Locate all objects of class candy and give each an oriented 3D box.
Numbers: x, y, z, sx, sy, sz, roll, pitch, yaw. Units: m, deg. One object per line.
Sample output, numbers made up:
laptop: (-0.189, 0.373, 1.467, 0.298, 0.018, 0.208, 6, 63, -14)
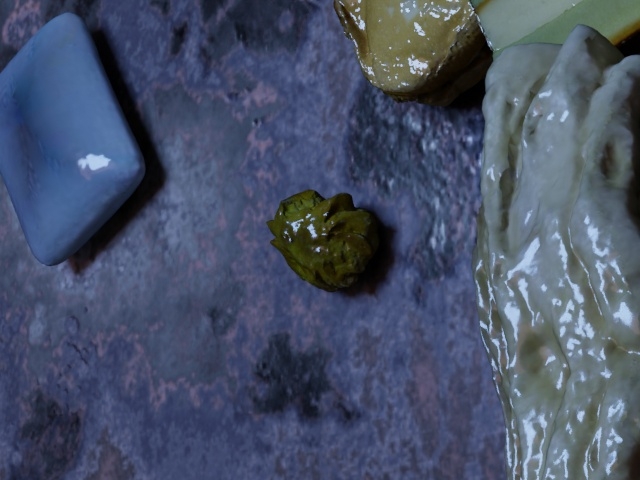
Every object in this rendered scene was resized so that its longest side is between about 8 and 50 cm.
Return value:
candy: (-0.214, -0.083, 1.593, 0.138, 0.071, 0.174, -44, 57, 28)

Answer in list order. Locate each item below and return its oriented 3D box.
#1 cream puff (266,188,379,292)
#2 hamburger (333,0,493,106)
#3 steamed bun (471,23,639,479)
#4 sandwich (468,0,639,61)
cream puff: (0.000, 0.000, 1.392, 0.083, 0.058, 0.083, -53, 54, 25)
hamburger: (0.078, -0.171, 1.334, 0.147, 0.083, 0.138, -46, 59, 30)
steamed bun: (0.230, 0.065, 1.062, 0.189, 0.247, 0.428, -40, 41, 47)
sandwich: (0.165, -0.171, 1.170, 0.187, 0.144, 0.117, -24, 80, 16)
